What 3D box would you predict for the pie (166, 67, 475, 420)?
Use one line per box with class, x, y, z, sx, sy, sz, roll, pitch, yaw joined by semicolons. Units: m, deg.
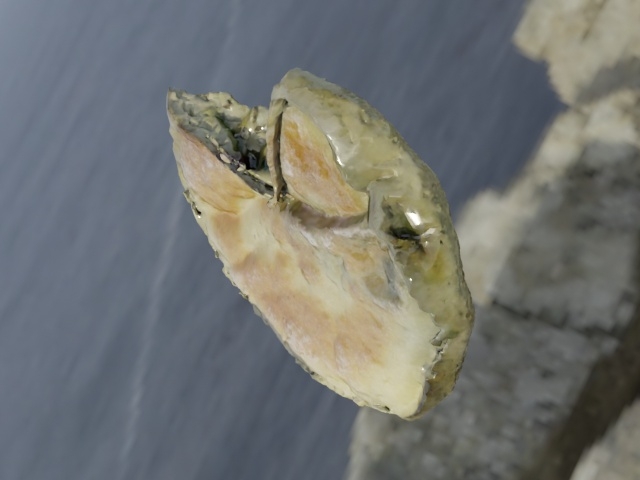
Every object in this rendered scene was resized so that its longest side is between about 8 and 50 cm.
pie;0.000;0.000;1.522;0.075;0.337;0.337;-36;0;-26
